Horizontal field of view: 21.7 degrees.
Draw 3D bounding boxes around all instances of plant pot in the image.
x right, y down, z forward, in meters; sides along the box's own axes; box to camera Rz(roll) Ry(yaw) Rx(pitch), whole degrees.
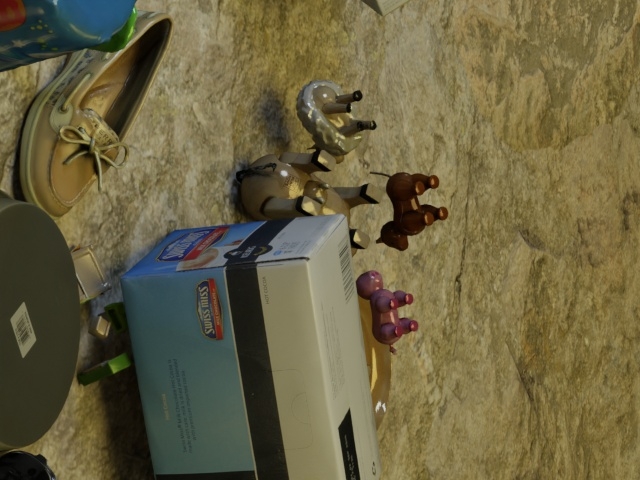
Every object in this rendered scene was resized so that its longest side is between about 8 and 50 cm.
[{"bbox_3d":[0.034,0.184,2.399,0.236,0.032,0.236,3,86,-59],"label":"plant pot"}]

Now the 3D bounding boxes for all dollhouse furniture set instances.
[{"bbox_3d":[-0.270,0.084,1.907,0.076,0.058,0.151,-28,94,-48],"label":"dollhouse furniture set"}]

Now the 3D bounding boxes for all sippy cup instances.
[{"bbox_3d":[-0.308,-0.270,1.656,0.305,0.224,0.240,-37,121,-54],"label":"sippy cup"}]

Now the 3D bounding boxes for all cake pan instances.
[{"bbox_3d":[-0.328,0.088,1.724,0.293,0.054,0.293,0,90,-71],"label":"cake pan"}]

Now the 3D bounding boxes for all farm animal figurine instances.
[{"bbox_3d":[0.000,0.000,2.236,0.327,0.172,0.330,51,55,-29],"label":"farm animal figurine"}]

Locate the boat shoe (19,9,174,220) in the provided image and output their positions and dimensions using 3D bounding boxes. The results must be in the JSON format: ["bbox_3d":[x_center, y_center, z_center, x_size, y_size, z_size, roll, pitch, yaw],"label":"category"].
[{"bbox_3d":[-0.251,-0.150,1.876,0.104,0.089,0.285,50,49,-47],"label":"boat shoe"}]

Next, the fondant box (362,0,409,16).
[{"bbox_3d":[0.010,-0.481,2.175,0.096,0.238,0.330,-32,127,-8],"label":"fondant box"}]

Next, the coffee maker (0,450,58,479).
[{"bbox_3d":[-0.304,0.324,1.728,0.178,0.120,0.171,57,44,-56],"label":"coffee maker"}]

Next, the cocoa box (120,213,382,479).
[{"bbox_3d":[-0.076,0.166,1.985,0.231,0.228,0.347,-51,134,-71],"label":"cocoa box"}]
